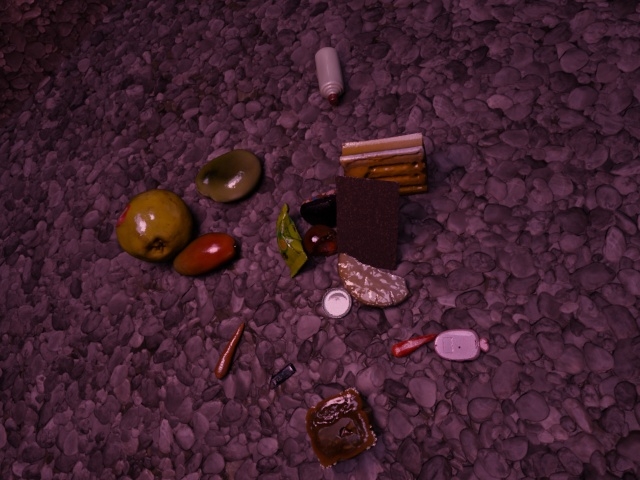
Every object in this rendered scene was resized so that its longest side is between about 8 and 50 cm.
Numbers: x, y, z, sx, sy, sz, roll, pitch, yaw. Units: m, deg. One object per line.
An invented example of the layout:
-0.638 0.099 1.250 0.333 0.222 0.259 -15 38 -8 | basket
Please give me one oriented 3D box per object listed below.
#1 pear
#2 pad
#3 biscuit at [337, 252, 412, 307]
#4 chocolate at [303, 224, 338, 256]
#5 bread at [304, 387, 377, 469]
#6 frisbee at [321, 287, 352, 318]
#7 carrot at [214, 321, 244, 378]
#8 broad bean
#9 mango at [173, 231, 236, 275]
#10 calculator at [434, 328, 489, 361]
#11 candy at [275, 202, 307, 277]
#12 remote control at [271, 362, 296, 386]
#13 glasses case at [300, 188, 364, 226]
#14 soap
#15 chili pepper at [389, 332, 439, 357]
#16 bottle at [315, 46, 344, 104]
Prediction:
-0.656 -0.075 1.835 0.287 0.287 0.375 -35 35 5 | pear
0.156 -0.056 1.551 0.219 0.331 0.004 10 31 21 | pad
0.165 0.149 1.568 0.289 0.038 0.141 24 72 18 | biscuit
0.000 0.000 1.646 0.127 0.133 0.124 23 77 22 | chocolate
0.064 0.581 1.432 0.209 0.110 0.192 -27 66 8 | bread
0.058 0.220 1.613 0.110 0.014 0.110 -7 68 17 | frisbee
-0.327 0.396 1.673 0.048 0.048 0.216 15 72 23 | carrot
-0.375 -0.259 1.876 0.290 0.119 0.238 -19 57 9 | broad bean
-0.458 0.061 1.790 0.289 0.129 0.146 -30 63 16 | mango
0.440 0.327 1.437 0.165 0.024 0.103 -7 69 18 | calculator
-0.118 -0.002 1.691 0.069 0.149 0.247 -12 67 -29 | candy
-0.130 0.466 1.592 0.096 0.014 0.039 -39 64 4 | remote control
0.068 -0.121 1.628 0.320 0.122 0.082 -13 47 35 | glasses case
0.225 -0.252 1.589 0.280 0.259 0.143 -2 65 16 | soap
0.301 0.335 1.481 0.178 0.027 0.045 -23 65 8 | chili pepper
0.040 -0.663 1.880 0.104 0.104 0.245 -13 68 15 | bottle
